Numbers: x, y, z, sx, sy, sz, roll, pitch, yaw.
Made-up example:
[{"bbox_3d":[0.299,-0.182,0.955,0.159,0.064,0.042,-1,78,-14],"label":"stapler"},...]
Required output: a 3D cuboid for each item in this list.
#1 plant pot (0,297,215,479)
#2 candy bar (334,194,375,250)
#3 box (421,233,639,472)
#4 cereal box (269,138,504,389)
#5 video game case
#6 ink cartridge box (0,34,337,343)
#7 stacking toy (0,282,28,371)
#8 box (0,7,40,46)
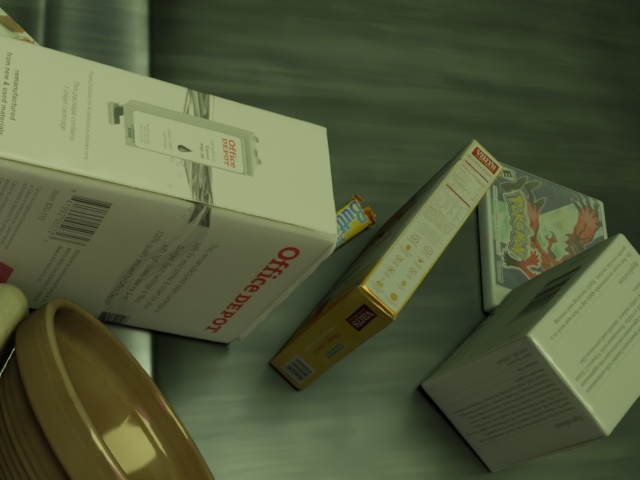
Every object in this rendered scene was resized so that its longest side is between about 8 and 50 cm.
[{"bbox_3d":[-0.168,0.167,0.756,0.110,0.237,0.237,-34,82,-1],"label":"plant pot"},{"bbox_3d":[0.000,0.000,1.059,0.161,0.018,0.040,-35,85,-40],"label":"candy bar"},{"bbox_3d":[0.228,0.111,1.016,0.181,0.182,0.119,-38,90,-36],"label":"box"},{"bbox_3d":[0.064,0.021,0.985,0.047,0.173,0.240,42,48,-2],"label":"cereal box"},{"bbox_3d":[0.264,0.014,1.215,0.183,0.023,0.201,18,54,-23],"label":"video game case"},{"bbox_3d":[-0.157,-0.026,0.848,0.283,0.207,0.117,13,54,-27],"label":"ink cartridge box"},{"bbox_3d":[-0.384,0.024,0.740,0.330,0.141,0.141,29,51,-6],"label":"stacking toy"},{"bbox_3d":[-0.346,-0.209,0.932,0.324,0.067,0.063,44,48,-3],"label":"box"}]
